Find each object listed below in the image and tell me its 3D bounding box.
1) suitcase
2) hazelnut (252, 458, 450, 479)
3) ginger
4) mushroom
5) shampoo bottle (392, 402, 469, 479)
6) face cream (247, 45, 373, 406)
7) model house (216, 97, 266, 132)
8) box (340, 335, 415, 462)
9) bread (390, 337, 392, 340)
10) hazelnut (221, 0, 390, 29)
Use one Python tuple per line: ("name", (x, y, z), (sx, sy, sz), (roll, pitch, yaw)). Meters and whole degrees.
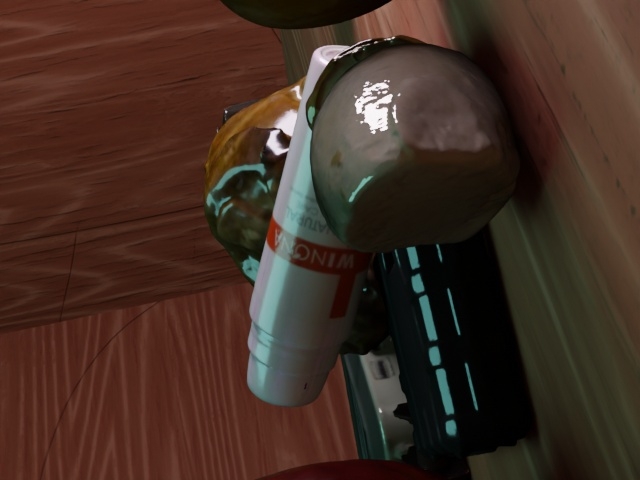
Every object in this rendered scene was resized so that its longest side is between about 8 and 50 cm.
("suitcase", (0.100, 0.076, 1.005), (0.285, 0.066, 0.206), (94, 164, -80))
("hazelnut", (0.022, 0.348, 0.803), (0.359, 0.359, 0.409), (-105, -8, -47))
("ginger", (-0.001, -0.032, 1.288), (0.269, 0.200, 0.223), (46, -144, -8))
("mushroom", (0.052, -0.068, 0.779), (0.350, 0.128, 0.128), (-104, 2, -75))
("shampoo bottle", (0.125, 0.274, 1.306), (0.067, 0.068, 0.236), (-102, 3, -62))
("face cream", (0.000, 0.000, 1.113), (0.102, 0.102, 0.345), (-107, 29, -64))
("model house", (-0.042, -0.068, 1.746), (0.243, 0.204, 0.211), (110, 148, -67))
("box", (0.100, 0.292, 1.697), (0.373, 0.091, 0.367), (-105, 3, -63))
("bread", (0.092, 0.077, 1.502), (0.047, 0.036, 0.083), (-89, -11, -62))
("hazelnut", (-0.024, -0.251, 0.850), (0.186, 0.210, 0.210), (-93, -9, -81))
